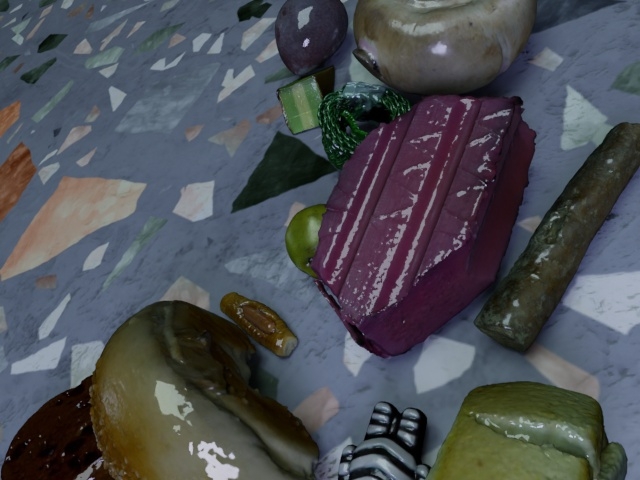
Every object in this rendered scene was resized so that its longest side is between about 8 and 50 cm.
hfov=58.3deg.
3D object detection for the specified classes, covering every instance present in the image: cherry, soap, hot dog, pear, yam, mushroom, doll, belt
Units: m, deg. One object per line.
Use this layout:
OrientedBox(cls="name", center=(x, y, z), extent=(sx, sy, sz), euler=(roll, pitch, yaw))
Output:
OrientedBox(cls="cherry", center=(-0.039, -0.346, 0.975), extent=(0.188, 0.115, 0.148), euler=(2, 92, 43))
OrientedBox(cls="soap", center=(0.102, -0.015, 0.617), extent=(0.182, 0.112, 0.289), euler=(9, 68, 41))
OrientedBox(cls="hot dog", center=(-0.080, 0.099, 0.719), extent=(0.044, 0.028, 0.137), euler=(-46, 45, -15))
OrientedBox(cls="pear", center=(0.000, 0.000, 0.702), extent=(0.092, 0.092, 0.097), euler=(-23, 48, 15))
OrientedBox(cls="yam", center=(0.248, -0.010, 0.575), extent=(0.061, 0.061, 0.274), euler=(25, 71, 41))
OrientedBox(cls="mushroom", center=(0.156, -0.294, 0.758), extent=(0.254, 0.184, 0.255), euler=(-3, 53, 4))
OrientedBox(cls="doll", center=(0.044, 0.252, 0.504), extent=(0.091, 0.067, 0.220), euler=(5, 62, 29))
OrientedBox(cls="belt", center=(0.062, -0.146, 0.782), extent=(0.121, 0.079, 0.151), euler=(-38, 57, -13))

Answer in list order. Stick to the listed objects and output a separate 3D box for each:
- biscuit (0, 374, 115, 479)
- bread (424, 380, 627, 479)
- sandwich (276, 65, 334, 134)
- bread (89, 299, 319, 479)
OrientedBox(cls="biscuit", center=(-0.296, 0.244, 0.704), extent=(0.192, 0.049, 0.192), euler=(-19, 33, 13))
OrientedBox(cls="bread", center=(0.139, 0.213, 0.397), extent=(0.124, 0.186, 0.257), euler=(3, 51, 37))
OrientedBox(cls="sandwich", center=(-0.012, -0.230, 0.930), extent=(0.074, 0.074, 0.116), euler=(-12, 20, 24))
OrientedBox(cls="bread", center=(-0.137, 0.180, 0.578), extent=(0.171, 0.192, 0.314), euler=(-47, 47, 1))
